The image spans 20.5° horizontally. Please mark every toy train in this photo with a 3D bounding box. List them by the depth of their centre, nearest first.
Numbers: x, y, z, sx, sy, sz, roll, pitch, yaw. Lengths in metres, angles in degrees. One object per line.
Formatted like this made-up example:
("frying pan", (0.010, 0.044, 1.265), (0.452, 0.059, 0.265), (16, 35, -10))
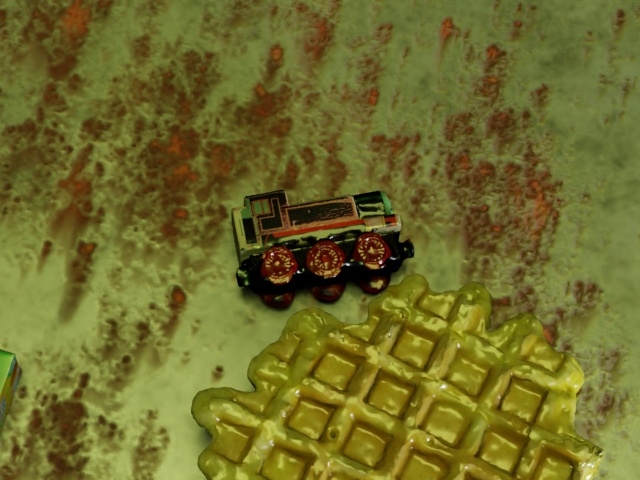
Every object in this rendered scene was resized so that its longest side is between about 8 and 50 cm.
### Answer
("toy train", (0.000, 0.000, 1.361), (0.138, 0.050, 0.087), (-9, 65, -6))

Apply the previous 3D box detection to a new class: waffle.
("waffle", (0.069, 0.172, 1.279), (0.312, 0.060, 0.307), (-26, 69, -16))

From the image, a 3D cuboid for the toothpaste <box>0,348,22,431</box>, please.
("toothpaste", (-0.263, 0.163, 1.286), (0.037, 0.043, 0.178), (15, 67, 1))
